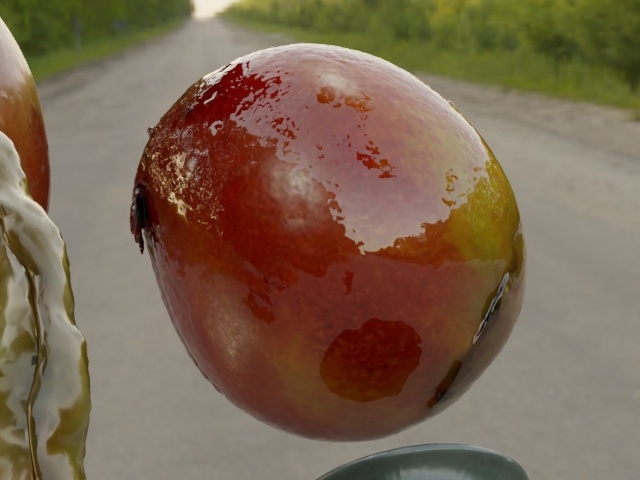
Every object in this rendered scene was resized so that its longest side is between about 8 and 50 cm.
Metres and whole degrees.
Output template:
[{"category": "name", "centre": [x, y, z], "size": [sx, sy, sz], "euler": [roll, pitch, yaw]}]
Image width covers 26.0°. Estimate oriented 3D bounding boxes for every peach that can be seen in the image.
[{"category": "peach", "centre": [0.000, 0.000, 1.264], "size": [0.370, 0.370, 0.370], "euler": [-3, 9, 1]}]

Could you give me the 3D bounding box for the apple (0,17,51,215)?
[{"category": "apple", "centre": [-0.340, -0.037, 0.835], "size": [0.348, 0.277, 0.348], "euler": [12, 25, -6]}]

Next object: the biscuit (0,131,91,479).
[{"category": "biscuit", "centre": [-0.231, 0.115, 0.611], "size": [0.335, 0.329, 0.078], "euler": [-22, -37, 22]}]

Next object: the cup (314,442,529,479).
[{"category": "cup", "centre": [0.080, 0.268, 1.064], "size": [0.199, 0.199, 0.150], "euler": [-5, 52, -7]}]
